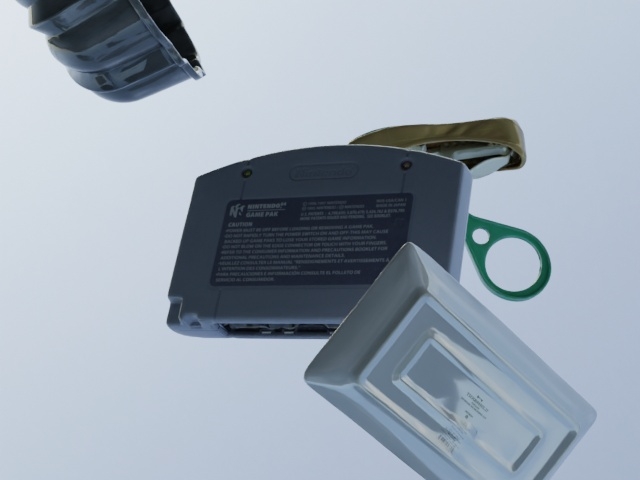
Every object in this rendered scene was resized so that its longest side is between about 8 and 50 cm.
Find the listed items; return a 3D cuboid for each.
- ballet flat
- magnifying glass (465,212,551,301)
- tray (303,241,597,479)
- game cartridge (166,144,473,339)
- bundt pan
[{"bbox_3d":[0.142,-0.104,1.509,0.232,0.080,0.073,-10,-128,-9],"label":"ballet flat"},{"bbox_3d":[0.202,-0.012,1.619,0.231,0.026,0.092,41,-98,9],"label":"magnifying glass"},{"bbox_3d":[0.122,0.135,1.041,0.145,0.270,0.030,-51,-153,-5],"label":"tray"},{"bbox_3d":[0.000,0.000,1.214,0.294,0.060,0.196,-1,-114,24],"label":"game cartridge"},{"bbox_3d":[-0.269,-0.293,1.402,0.124,0.331,0.331,-30,-137,6],"label":"bundt pan"}]
